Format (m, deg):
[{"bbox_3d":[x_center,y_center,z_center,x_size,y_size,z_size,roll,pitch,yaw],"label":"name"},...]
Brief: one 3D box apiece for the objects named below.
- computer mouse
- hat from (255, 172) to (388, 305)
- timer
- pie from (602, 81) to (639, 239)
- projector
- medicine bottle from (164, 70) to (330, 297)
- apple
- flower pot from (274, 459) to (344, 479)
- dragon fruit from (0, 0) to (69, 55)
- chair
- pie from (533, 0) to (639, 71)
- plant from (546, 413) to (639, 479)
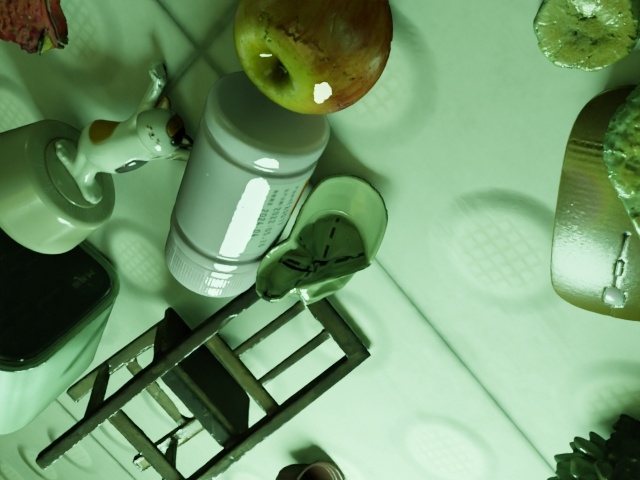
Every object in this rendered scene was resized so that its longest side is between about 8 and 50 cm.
[{"bbox_3d":[0.278,-0.018,0.581,0.126,0.056,0.245,13,130,25],"label":"computer mouse"},{"bbox_3d":[0.002,-0.002,0.745,0.122,0.081,0.166,16,115,-8],"label":"hat"},{"bbox_3d":[-0.271,-0.107,0.822,0.266,0.175,0.175,-22,110,21],"label":"timer"},{"bbox_3d":[0.352,-0.051,0.448,0.274,0.105,0.257,36,117,3],"label":"pie"},{"bbox_3d":[-0.496,0.123,1.040,0.249,0.248,0.249,39,134,2],"label":"projector"},{"bbox_3d":[-0.092,-0.054,0.732,0.133,0.133,0.249,35,133,5],"label":"medicine bottle"},{"bbox_3d":[-0.002,-0.188,0.586,0.147,0.146,0.146,17,130,21],"label":"apple"},{"bbox_3d":[-0.027,0.413,1.075,0.089,0.111,0.111,-8,119,54],"label":"flower pot"},{"bbox_3d":[-0.364,-0.332,0.714,0.274,0.126,0.161,27,124,0],"label":"dragon fruit"},{"bbox_3d":[-0.165,0.197,0.951,0.203,0.416,0.240,53,178,-11],"label":"chair"},{"bbox_3d":[0.215,-0.175,0.525,0.084,0.020,0.084,18,130,23],"label":"pie"},{"bbox_3d":[0.347,0.274,0.706,0.195,0.129,0.132,6,123,25],"label":"plant"}]
